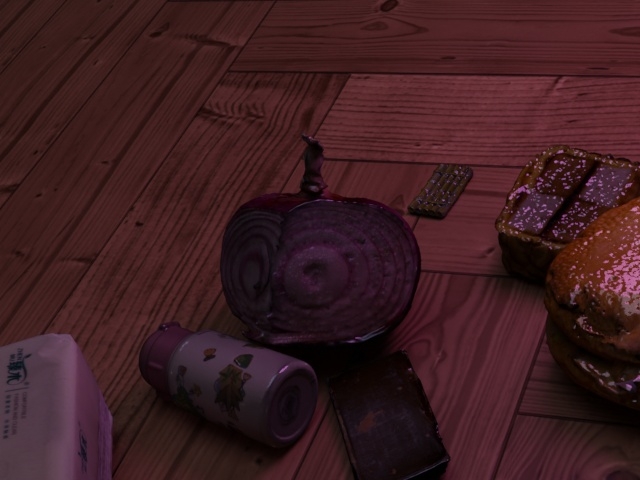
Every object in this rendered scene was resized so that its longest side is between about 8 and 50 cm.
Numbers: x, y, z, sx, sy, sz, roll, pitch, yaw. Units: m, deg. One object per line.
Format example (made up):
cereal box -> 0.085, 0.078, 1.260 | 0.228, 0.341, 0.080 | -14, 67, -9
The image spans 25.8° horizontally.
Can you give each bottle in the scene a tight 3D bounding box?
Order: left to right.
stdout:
bottle -> -0.132, 0.183, 1.850 | 0.253, 0.120, 0.120 | 15, 47, 37

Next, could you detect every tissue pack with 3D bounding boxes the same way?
tissue pack -> -0.410, 0.322, 1.701 | 0.297, 0.207, 0.380 | -16, 37, 1

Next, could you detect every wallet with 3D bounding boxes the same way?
wallet -> 0.085, 0.234, 1.778 | 0.121, 0.031, 0.232 | -21, 35, 1

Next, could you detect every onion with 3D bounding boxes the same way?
onion -> -0.002, 0.028, 1.907 | 0.272, 0.256, 0.230 | -62, 16, -1

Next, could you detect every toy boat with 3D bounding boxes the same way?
toy boat -> 0.185, -0.077, 2.140 | 0.063, 0.016, 0.115 | 10, 45, 31

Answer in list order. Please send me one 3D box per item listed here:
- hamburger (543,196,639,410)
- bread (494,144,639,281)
hamburger -> 0.428, 0.082, 1.727 | 0.314, 0.170, 0.290 | -39, 40, -25
bread -> 0.349, -0.031, 1.958 | 0.181, 0.096, 0.222 | 12, 47, 31
